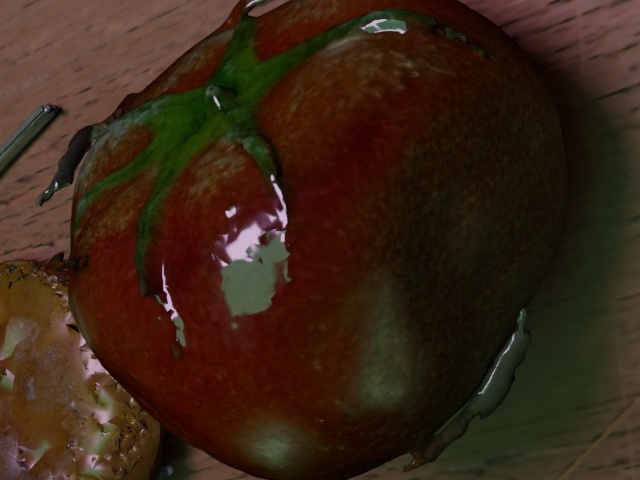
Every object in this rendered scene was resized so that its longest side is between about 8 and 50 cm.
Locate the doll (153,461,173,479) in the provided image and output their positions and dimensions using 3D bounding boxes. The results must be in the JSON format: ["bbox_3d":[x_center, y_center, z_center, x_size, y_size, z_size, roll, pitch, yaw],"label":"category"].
[{"bbox_3d":[-0.159,0.191,1.008,0.114,0.039,0.057,-11,79,35],"label":"doll"}]

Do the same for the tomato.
[{"bbox_3d":[0.000,0.000,0.728,0.304,0.303,0.239,-20,125,30],"label":"tomato"}]

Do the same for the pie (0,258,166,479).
[{"bbox_3d":[-0.246,0.140,0.990,0.273,0.069,0.273,-4,81,23],"label":"pie"}]

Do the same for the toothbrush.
[{"bbox_3d":[-0.303,-0.026,1.014,0.294,0.026,0.028,-34,75,31],"label":"toothbrush"}]
